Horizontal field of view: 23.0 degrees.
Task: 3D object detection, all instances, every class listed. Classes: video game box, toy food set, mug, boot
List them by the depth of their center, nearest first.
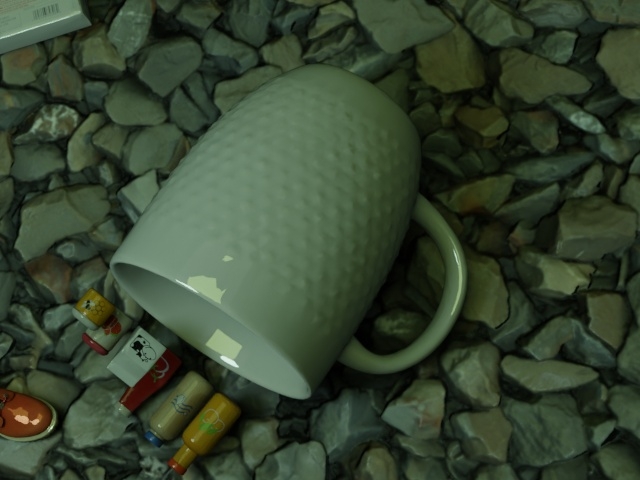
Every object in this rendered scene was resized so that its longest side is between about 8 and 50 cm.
[{"bbox_3d":[0.000,0.000,1.819,0.374,0.276,0.328,36,74,-9],"label":"mug"},{"bbox_3d":[-0.217,0.167,1.866,0.232,0.111,0.104,40,84,-9],"label":"toy food set"},{"bbox_3d":[-0.402,0.204,1.923,0.158,0.084,0.059,11,73,15],"label":"boot"},{"bbox_3d":[-0.426,-0.349,2.136,0.205,0.048,0.187,-16,71,8],"label":"video game box"}]
